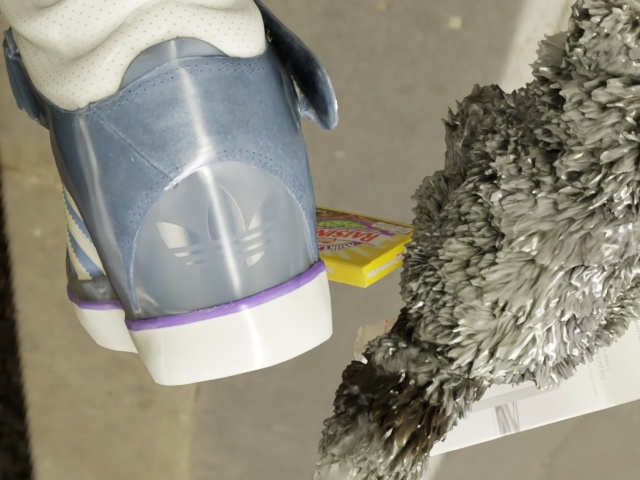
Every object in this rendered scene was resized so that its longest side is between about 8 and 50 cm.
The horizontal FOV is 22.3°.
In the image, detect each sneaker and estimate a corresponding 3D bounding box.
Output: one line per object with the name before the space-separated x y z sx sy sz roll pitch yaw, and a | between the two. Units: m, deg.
sneaker | -0.085 -0.068 0.809 0.130 0.236 0.323 -17 -172 -10

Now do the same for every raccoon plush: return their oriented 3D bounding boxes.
raccoon plush | 0.168 0.031 1.182 0.216 0.446 0.299 22 167 -2

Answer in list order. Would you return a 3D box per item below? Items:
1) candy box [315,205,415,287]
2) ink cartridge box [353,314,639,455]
candy box | 0.000 0.000 1.613 0.206 0.105 0.027 12 122 41
ink cartridge box | 0.186 0.113 1.600 0.283 0.117 0.207 -16 -176 5
